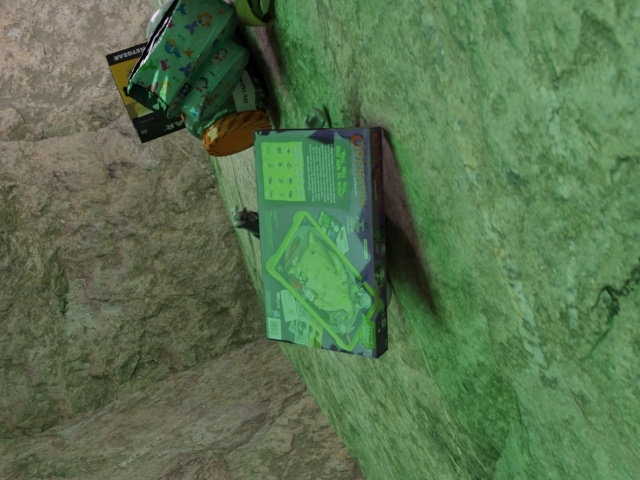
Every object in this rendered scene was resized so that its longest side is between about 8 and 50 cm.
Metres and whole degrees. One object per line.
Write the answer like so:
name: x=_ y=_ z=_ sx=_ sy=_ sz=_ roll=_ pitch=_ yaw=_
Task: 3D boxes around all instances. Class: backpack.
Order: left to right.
backpack: x=-0.249 y=-0.366 z=1.329 sx=0.191 sy=0.253 sz=0.225 roll=27 pitch=-168 yaw=-5

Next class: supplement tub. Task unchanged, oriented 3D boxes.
supplement tub: x=-0.253 y=-0.381 z=1.559 sx=0.338 sy=0.207 sz=0.207 roll=65 pitch=167 yaw=10

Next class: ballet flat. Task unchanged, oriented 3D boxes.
ballet flat: x=-0.126 y=-0.491 z=1.196 sx=0.073 sy=0.080 sz=0.232 roll=26 pitch=148 yaw=29

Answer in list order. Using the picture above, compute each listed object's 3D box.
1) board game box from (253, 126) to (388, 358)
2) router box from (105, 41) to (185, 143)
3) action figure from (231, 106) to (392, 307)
board game box: x=0.000 y=0.000 z=1.039 sx=0.208 sy=0.056 sz=0.347 roll=6 pitch=105 yaw=35
router box: x=-0.383 y=-0.427 z=1.791 sx=0.081 sy=0.309 sz=0.243 roll=103 pitch=142 yaw=-71
action figure: x=-0.001 y=-0.053 z=1.231 sx=0.276 sy=0.248 sz=0.370 roll=42 pitch=-171 yaw=-46
